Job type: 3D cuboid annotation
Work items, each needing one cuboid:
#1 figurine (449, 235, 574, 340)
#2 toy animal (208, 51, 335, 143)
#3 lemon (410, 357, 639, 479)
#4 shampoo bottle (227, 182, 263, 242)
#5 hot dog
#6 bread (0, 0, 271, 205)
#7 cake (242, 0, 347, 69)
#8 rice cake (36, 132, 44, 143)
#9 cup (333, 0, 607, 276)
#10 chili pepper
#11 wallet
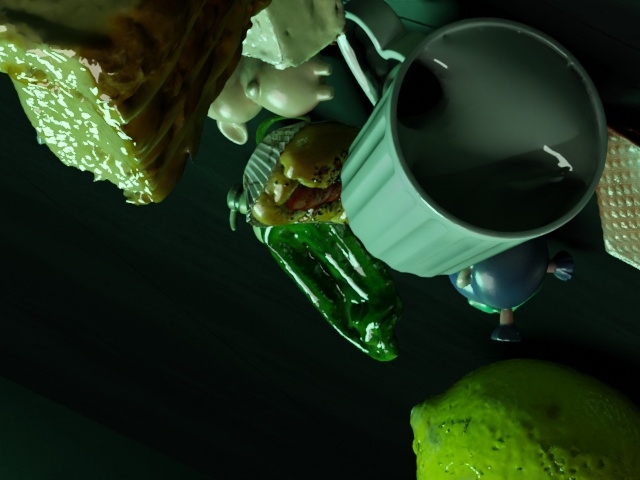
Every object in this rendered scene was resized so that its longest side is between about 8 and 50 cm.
[{"bbox_3d":[0.146,0.004,1.390,0.102,0.111,0.195,33,171,41],"label":"figurine"},{"bbox_3d":[-0.051,-0.134,1.297,0.150,0.083,0.089,3,154,41],"label":"toy animal"},{"bbox_3d":[0.240,0.262,1.715,0.310,0.257,0.258,26,160,-7],"label":"lemon"},{"bbox_3d":[-0.018,-0.026,1.534,0.162,0.079,0.079,17,159,19],"label":"shampoo bottle"},{"bbox_3d":[0.008,-0.056,1.343,0.059,0.108,0.191,43,-153,30],"label":"hot dog"},{"bbox_3d":[-0.088,-0.181,0.945,0.114,0.274,0.184,21,160,16],"label":"bread"},{"bbox_3d":[-0.092,-0.206,1.162,0.220,0.086,0.116,21,139,35],"label":"cake"},{"bbox_3d":[-0.220,-0.129,1.532,0.049,0.055,0.270,50,151,-12],"label":"rice cake"},{"bbox_3d":[0.103,-0.087,1.201,0.167,0.221,0.202,-8,169,-15],"label":"cup"},{"bbox_3d":[0.000,0.002,1.447,0.100,0.074,0.257,-22,110,44],"label":"chili pepper"},{"bbox_3d":[0.265,-0.027,1.248,0.103,0.020,0.196,32,162,33],"label":"wallet"}]
